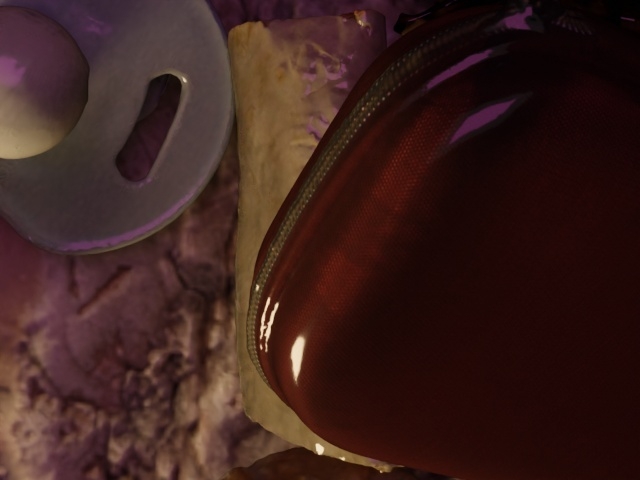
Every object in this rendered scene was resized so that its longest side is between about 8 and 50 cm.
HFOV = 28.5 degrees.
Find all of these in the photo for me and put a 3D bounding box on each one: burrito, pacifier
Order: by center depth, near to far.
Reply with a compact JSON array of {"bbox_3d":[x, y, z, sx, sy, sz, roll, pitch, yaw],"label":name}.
[{"bbox_3d":[-0.184,-0.116,0.777,0.299,0.233,0.244,22,100,-17],"label":"pacifier"},{"bbox_3d":[0.003,-0.001,0.809,0.105,0.143,0.299,2,78,-30],"label":"burrito"}]

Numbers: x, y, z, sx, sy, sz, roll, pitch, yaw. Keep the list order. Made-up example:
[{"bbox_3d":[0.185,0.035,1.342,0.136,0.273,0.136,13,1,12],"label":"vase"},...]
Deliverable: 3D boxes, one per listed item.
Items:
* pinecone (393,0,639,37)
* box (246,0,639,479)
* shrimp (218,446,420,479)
[{"bbox_3d":[0.164,-0.111,0.797,0.246,0.246,0.292,-1,90,0],"label":"pinecone"},{"bbox_3d":[0.159,0.030,0.682,0.404,0.108,0.263,19,118,-30],"label":"box"},{"bbox_3d":[0.044,0.202,0.806,0.317,0.077,0.168,-17,78,2],"label":"shrimp"}]
